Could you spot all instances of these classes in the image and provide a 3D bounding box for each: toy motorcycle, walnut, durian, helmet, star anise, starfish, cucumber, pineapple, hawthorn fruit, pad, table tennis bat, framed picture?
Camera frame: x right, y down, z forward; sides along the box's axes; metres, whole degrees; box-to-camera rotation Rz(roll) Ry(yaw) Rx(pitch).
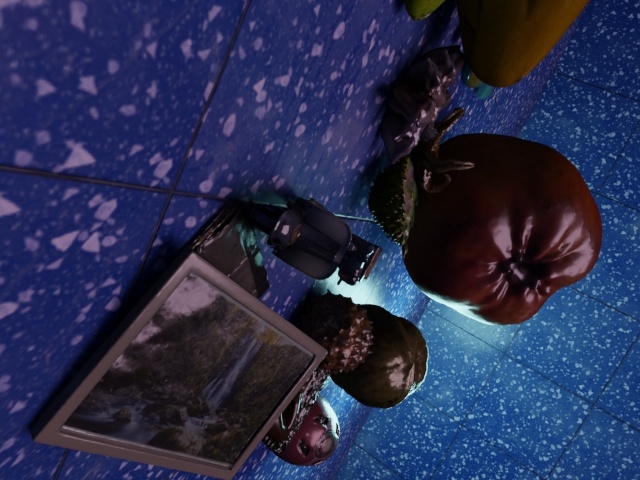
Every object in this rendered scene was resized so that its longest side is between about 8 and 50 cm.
[{"bbox_3d":[0.000,0.000,0.634,0.091,0.157,0.263,-63,169,4],"label":"toy motorcycle"},{"bbox_3d":[0.131,0.288,1.198,0.227,0.283,0.283,-1,122,-38],"label":"walnut"},{"bbox_3d":[0.137,-0.080,0.922,0.221,0.095,0.137,-83,156,-43],"label":"durian"},{"bbox_3d":[-0.027,0.531,1.299,0.198,0.154,0.253,-52,163,-17],"label":"helmet"},{"bbox_3d":[0.175,-0.238,0.828,0.229,0.093,0.236,-65,168,22],"label":"star anise"},{"bbox_3d":[0.236,-0.199,0.965,0.074,0.190,0.146,1,152,-19],"label":"starfish"},{"bbox_3d":[-0.021,0.299,1.082,0.359,0.096,0.096,-55,158,-13],"label":"cucumber"},{"bbox_3d":[0.036,0.196,0.983,0.166,0.166,0.193,-52,147,-21],"label":"pineapple"},{"bbox_3d":[0.411,-0.038,1.157,0.472,0.471,0.472,-48,156,-30],"label":"hawthorn fruit"},{"bbox_3d":[-0.136,0.070,0.623,0.174,0.022,0.233,-50,157,-25],"label":"pad"},{"bbox_3d":[0.438,-0.444,1.165,0.215,0.044,0.329,-34,167,-1],"label":"table tennis bat"},{"bbox_3d":[-0.136,0.176,0.588,0.240,0.020,0.324,-51,138,-9],"label":"framed picture"}]

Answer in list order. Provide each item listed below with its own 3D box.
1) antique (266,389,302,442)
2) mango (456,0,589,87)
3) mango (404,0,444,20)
[{"bbox_3d":[-0.098,0.240,0.806,0.143,0.121,0.257,-59,154,-30],"label":"antique"},{"bbox_3d":[0.320,-0.414,0.733,0.182,0.253,0.365,-9,138,-5],"label":"mango"},{"bbox_3d":[0.176,-0.388,0.669,0.165,0.074,0.091,-63,159,4],"label":"mango"}]
